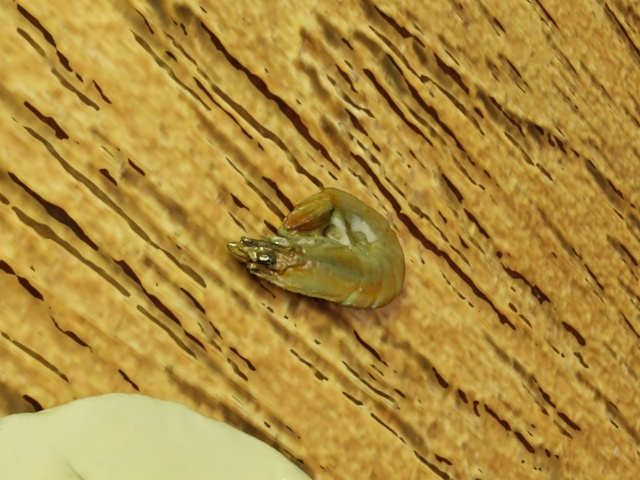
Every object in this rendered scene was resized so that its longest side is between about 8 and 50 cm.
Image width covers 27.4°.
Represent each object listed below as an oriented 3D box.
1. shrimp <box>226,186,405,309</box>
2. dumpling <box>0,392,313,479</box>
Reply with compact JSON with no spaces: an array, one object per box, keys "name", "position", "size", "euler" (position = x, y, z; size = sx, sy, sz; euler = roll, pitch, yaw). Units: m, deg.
[{"name":"shrimp","position":[0.000,0.000,0.614],"size":[0.108,0.023,0.059],"euler":[18,63,-41]},{"name":"dumpling","position":[-0.037,0.173,0.489],"size":[0.318,0.187,0.243],"euler":[22,30,-48]}]
